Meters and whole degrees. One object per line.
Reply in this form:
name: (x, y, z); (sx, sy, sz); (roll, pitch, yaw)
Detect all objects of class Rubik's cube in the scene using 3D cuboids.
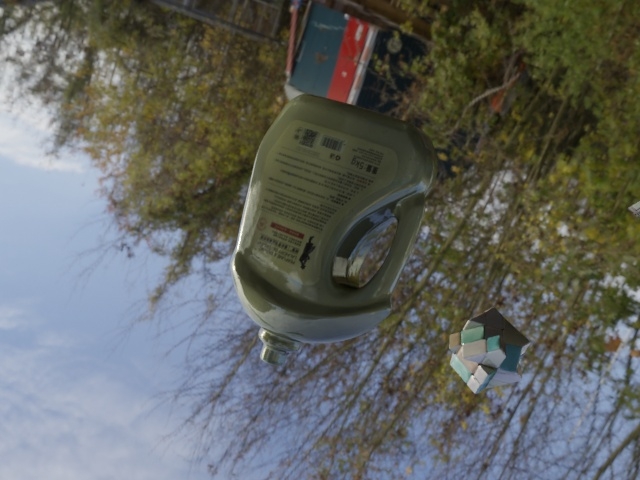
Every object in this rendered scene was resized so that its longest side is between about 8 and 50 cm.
Rubik's cube: (0.183, 0.127, 0.729); (0.073, 0.075, 0.084); (-17, -146, -30)

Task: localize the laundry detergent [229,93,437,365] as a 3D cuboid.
laundry detergent: (0.000, 0.000, 0.625); (0.181, 0.253, 0.091); (21, -177, 26)

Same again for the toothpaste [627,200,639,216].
toothpaste: (0.451, -0.075, 0.777); (0.028, 0.170, 0.045); (56, -162, -10)
